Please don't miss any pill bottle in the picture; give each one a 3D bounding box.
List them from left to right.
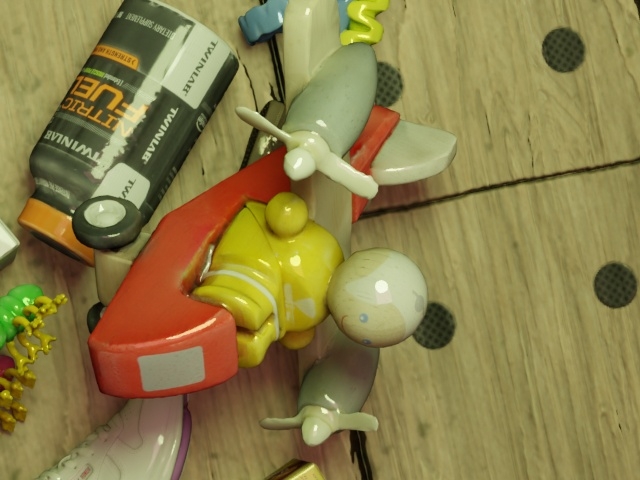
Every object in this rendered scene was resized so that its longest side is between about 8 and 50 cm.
[{"bbox_3d":[-0.189,-0.098,1.688,0.130,0.130,0.246,31,80,-8],"label":"pill bottle"}]

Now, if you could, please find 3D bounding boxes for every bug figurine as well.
[{"bbox_3d":[-0.332,0.138,1.588,0.072,0.279,0.216,40,48,12],"label":"bug figurine"}]

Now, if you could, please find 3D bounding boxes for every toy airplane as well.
[{"bbox_3d":[0.000,0.000,1.587,0.272,0.386,0.384,31,95,33],"label":"toy airplane"}]

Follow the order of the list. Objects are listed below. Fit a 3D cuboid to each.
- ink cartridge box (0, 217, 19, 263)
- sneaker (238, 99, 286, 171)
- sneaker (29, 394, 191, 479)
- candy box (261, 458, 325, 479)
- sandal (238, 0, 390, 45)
[{"bbox_3d":[-0.430,-0.032,1.599,0.197,0.198,0.270,-40,93,-12],"label":"ink cartridge box"},{"bbox_3d":[-0.052,-0.042,1.744,0.071,0.066,0.188,22,83,-12],"label":"sneaker"},{"bbox_3d":[-0.218,0.235,1.663,0.152,0.114,0.305,23,81,-7],"label":"sneaker"},{"bbox_3d":[-0.079,0.280,1.691,0.186,0.109,0.053,-32,92,-11],"label":"candy box"},{"bbox_3d":[0.011,-0.292,1.751,0.138,0.126,0.317,15,81,-6],"label":"sandal"}]
